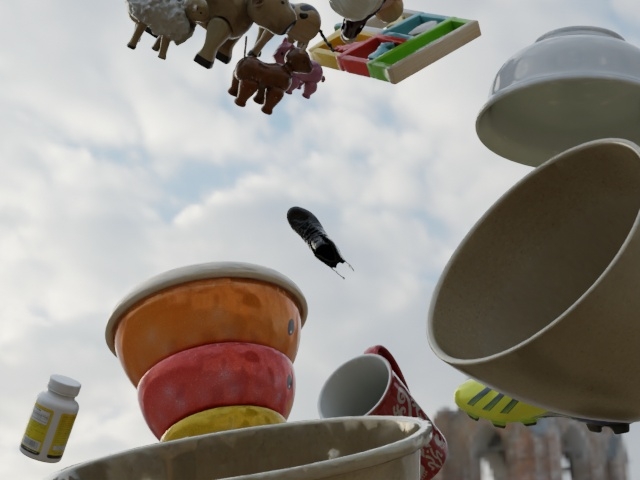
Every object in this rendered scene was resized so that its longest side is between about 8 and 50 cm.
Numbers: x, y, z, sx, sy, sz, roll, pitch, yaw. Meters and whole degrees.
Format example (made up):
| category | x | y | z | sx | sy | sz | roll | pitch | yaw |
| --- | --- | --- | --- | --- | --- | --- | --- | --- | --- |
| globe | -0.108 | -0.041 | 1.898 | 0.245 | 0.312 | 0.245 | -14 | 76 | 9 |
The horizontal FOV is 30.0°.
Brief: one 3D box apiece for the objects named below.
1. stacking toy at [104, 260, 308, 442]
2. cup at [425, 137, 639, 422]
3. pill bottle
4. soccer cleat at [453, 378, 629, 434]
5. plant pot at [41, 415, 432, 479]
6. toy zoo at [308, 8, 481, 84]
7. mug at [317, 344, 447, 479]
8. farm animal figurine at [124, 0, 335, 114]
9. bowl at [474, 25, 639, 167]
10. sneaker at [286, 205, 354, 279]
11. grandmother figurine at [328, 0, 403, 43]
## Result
| category | x | y | z | sx | sy | sz | roll | pitch | yaw |
| --- | --- | --- | --- | --- | --- | --- | --- | --- | --- |
| stacking toy | -0.158 | 0.306 | 1.953 | 0.351 | 0.479 | 0.350 | -9 | -31 | -6 |
| cup | 0.325 | 0.079 | 1.409 | 0.237 | 0.331 | 0.331 | 40 | -42 | -18 |
| pill bottle | -0.383 | 0.254 | 1.709 | 0.065 | 0.116 | 0.065 | 21 | 4 | -1 |
| soccer cleat | 0.320 | 0.203 | 1.701 | 0.289 | 0.093 | 0.121 | -2 | -68 | 35 |
| plant pot | -0.050 | 0.328 | 1.014 | 0.334 | 0.305 | 0.334 | -8 | -3 | 0 |
| toy zoo | 0.110 | -0.342 | 2.053 | 0.293 | 0.192 | 0.030 | 24 | -40 | 53 |
| mug | 0.098 | 0.230 | 1.590 | 0.113 | 0.150 | 0.169 | 5 | -36 | 48 |
| farm animal figurine | -0.119 | -0.351 | 1.857 | 0.327 | 0.330 | 0.172 | 25 | -67 | -7 |
| bowl | 0.373 | -0.218 | 1.730 | 0.298 | 0.134 | 0.298 | 4 | -20 | 1 |
| sneaker | -0.002 | 0.002 | 2.291 | 0.051 | 0.170 | 0.089 | -41 | 2 | 1 |
| grandmother figurine | 0.086 | -0.401 | 1.878 | 0.104 | 0.342 | 0.207 | 16 | -71 | 9 |
